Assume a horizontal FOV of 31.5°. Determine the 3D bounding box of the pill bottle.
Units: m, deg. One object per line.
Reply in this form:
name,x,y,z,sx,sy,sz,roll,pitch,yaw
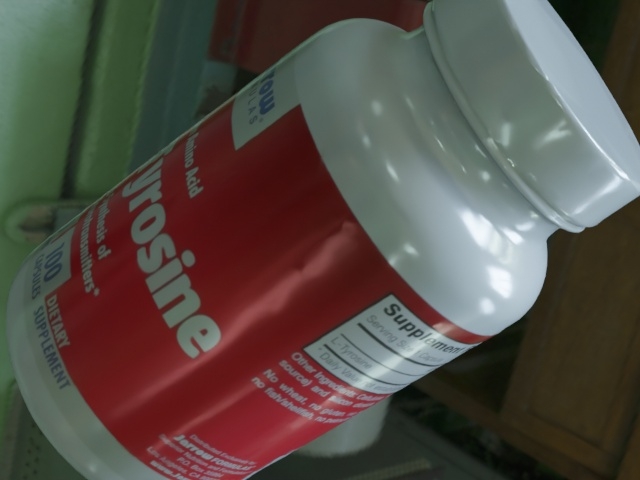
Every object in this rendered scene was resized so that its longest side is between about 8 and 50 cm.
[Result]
pill bottle,0.000,0.000,0.770,0.407,0.229,0.229,-34,148,23
